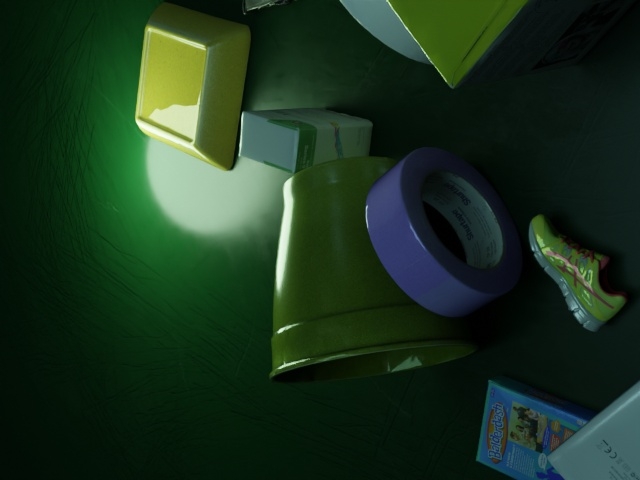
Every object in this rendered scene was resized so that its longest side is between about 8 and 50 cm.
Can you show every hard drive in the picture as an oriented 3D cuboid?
[{"bbox_3d":[0.526,0.316,1.313,0.210,0.040,0.319,49,121,16],"label":"hard drive"}]

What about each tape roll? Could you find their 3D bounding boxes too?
[{"bbox_3d":[0.206,-0.016,1.435,0.090,0.275,0.275,-37,71,40],"label":"tape roll"},{"bbox_3d":[0.144,-0.425,1.423,0.100,0.286,0.286,-46,66,38],"label":"tape roll"}]

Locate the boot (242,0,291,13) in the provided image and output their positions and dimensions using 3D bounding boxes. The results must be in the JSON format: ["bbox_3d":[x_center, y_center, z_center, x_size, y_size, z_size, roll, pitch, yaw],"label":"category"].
[{"bbox_3d":[-0.086,-0.592,1.762,0.263,0.091,0.229,-10,95,48],"label":"boot"}]

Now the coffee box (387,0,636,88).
[{"bbox_3d":[0.281,-0.463,1.211,0.338,0.334,0.338,57,137,16],"label":"coffee box"}]

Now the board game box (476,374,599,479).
[{"bbox_3d":[0.376,0.341,1.490,0.210,0.047,0.160,19,109,39],"label":"board game box"}]

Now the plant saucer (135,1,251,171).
[{"bbox_3d":[-0.318,-0.359,2.011,0.332,0.081,0.333,26,114,39],"label":"plant saucer"}]

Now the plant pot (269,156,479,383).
[{"bbox_3d":[0.071,0.050,1.560,0.366,0.366,0.353,-22,69,43],"label":"plant pot"}]

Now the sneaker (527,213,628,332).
[{"bbox_3d":[0.414,0.037,1.392,0.094,0.081,0.208,-40,76,32],"label":"sneaker"}]

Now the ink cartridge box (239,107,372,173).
[{"bbox_3d":[-0.026,-0.195,1.670,0.154,0.212,0.093,21,114,39],"label":"ink cartridge box"}]
